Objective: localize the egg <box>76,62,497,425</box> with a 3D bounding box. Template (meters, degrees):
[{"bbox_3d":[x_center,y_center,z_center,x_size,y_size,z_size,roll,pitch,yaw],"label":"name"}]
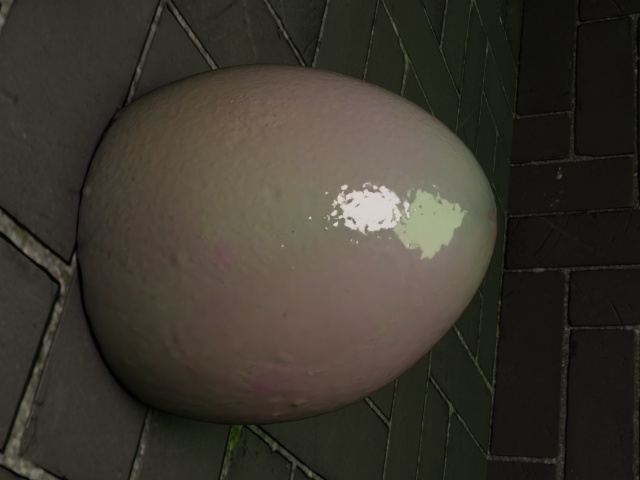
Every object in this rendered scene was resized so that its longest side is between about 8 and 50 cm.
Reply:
[{"bbox_3d":[0.000,0.000,0.875,0.354,0.339,0.355,-5,90,-65],"label":"egg"}]
